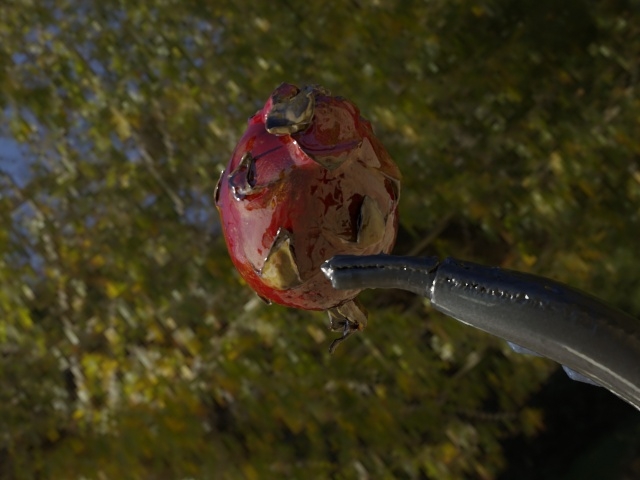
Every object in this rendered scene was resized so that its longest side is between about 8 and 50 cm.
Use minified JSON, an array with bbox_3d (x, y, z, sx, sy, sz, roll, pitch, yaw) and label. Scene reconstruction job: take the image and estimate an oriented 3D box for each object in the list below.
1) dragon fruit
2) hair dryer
[{"bbox_3d":[0.000,0.000,1.022,0.125,0.125,0.246,-42,-28,-17],"label":"dragon fruit"},{"bbox_3d":[0.096,0.064,0.624,0.075,0.219,0.195,-43,-25,-63],"label":"hair dryer"}]
